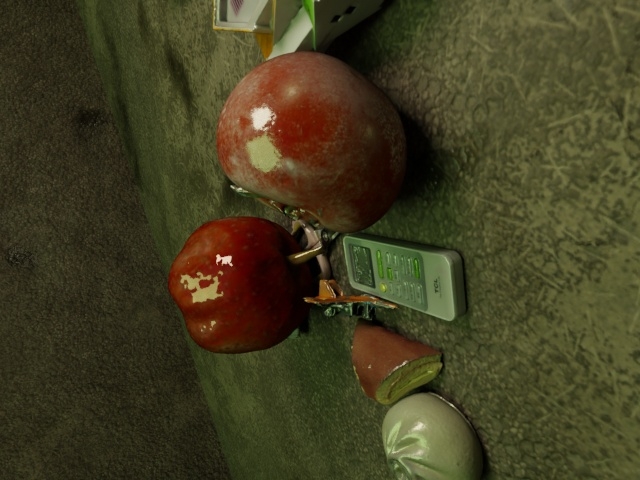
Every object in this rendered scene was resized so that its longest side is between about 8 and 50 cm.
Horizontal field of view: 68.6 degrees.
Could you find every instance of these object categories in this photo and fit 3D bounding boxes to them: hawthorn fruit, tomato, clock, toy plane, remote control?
[{"bbox_3d":[-0.132,0.074,0.950,0.330,0.287,0.287,-22,85,25],"label":"hawthorn fruit"},{"bbox_3d":[-0.009,-0.138,0.660,0.270,0.270,0.227,22,88,54],"label":"tomato"},{"bbox_3d":[-0.039,-0.379,0.672,0.309,0.166,0.235,-33,77,52],"label":"clock"},{"bbox_3d":[0.057,0.114,0.816,0.188,0.135,0.062,16,97,44],"label":"toy plane"},{"bbox_3d":[0.124,0.050,0.750,0.250,0.034,0.103,15,118,56],"label":"remote control"}]

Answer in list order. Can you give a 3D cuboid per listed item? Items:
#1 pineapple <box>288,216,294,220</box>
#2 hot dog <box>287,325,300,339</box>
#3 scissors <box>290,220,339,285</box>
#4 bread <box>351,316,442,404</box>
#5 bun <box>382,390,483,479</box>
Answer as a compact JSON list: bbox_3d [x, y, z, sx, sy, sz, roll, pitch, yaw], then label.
[{"bbox_3d":[-0.046,-0.096,0.924,0.137,0.069,0.116,21,122,52],"label":"pineapple"},{"bbox_3d":[-0.075,0.149,1.119,0.099,0.053,0.192,21,119,54],"label":"hot dog"},{"bbox_3d":[0.000,0.000,0.940,0.160,0.024,0.317,65,149,13],"label":"scissors"},{"bbox_3d":[0.108,0.209,0.795,0.067,0.119,0.192,39,164,-33],"label":"bread"},{"bbox_3d":[0.164,0.336,0.749,0.172,0.119,0.173,31,130,46],"label":"bun"}]
